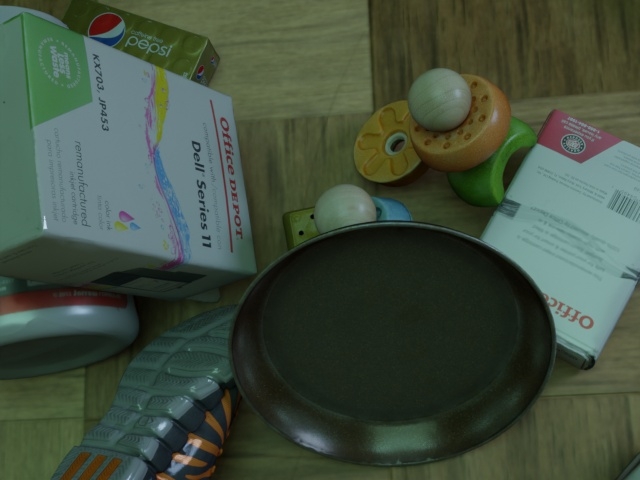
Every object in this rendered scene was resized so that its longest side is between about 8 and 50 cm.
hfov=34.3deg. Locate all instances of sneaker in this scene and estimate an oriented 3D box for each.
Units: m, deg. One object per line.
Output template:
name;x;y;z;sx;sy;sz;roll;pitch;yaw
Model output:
sneaker;-0.138;0.218;1.064;0.125;0.180;0.321;5;41;38

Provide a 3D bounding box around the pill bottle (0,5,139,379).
pill bottle;-0.323;-0.049;1.109;0.210;0.210;0.362;-14;73;5

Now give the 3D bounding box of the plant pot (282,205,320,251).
plant pot;0.000;0.000;1.112;0.081;0.083;0.081;-12;75;5

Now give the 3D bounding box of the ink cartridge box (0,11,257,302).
ink cartridge box;-0.180;-0.060;1.009;0.119;0.353;0.207;-19;72;30

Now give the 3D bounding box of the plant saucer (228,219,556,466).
plant saucer;0.068;0.097;1.003;0.311;0.310;0.050;-6;36;7

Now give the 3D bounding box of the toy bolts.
toy bolts;0.068;-0.072;1.043;0.218;0.158;0.228;22;80;42

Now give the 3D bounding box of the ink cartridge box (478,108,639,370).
ink cartridge box;0.257;0.002;1.068;0.159;0.092;0.217;28;80;15

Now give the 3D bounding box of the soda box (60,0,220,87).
soda box;-0.214;-0.226;1.217;0.181;0.058;0.061;20;79;13

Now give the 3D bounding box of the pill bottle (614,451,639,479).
pill bottle;0.382;0.277;0.962;0.121;0.121;0.216;-45;74;-4
